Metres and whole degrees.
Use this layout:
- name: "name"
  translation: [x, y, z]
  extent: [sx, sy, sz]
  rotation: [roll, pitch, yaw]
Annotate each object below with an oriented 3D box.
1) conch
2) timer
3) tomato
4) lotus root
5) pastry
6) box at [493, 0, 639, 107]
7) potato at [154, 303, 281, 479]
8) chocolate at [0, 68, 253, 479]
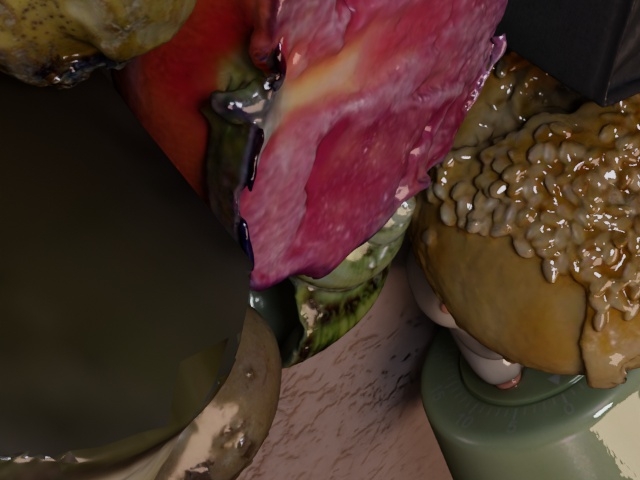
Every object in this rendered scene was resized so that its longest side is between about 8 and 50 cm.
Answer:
- name: "conch"
  translation: [0.003, 0.000, 1.108]
  extent: [0.124, 0.181, 0.187]
  rotation: [-7, 89, -11]
- name: "timer"
  translation: [0.193, 0.075, 1.378]
  extent: [0.291, 0.291, 0.315]
  rotation: [-44, 124, -13]
- name: "tomato"
  translation: [-0.011, -0.148, 0.923]
  extent: [0.289, 0.176, 0.335]
  rotation: [-27, 135, -46]
- name: "lotus root"
  translation: [-0.157, -0.198, 0.711]
  extent: [0.154, 0.154, 0.278]
  rotation: [-42, 127, -16]
- name: "pastry"
  translation: [0.200, -0.050, 1.158]
  extent: [0.284, 0.316, 0.184]
  rotation: [-24, 146, 7]
- name: "box"
  translation: [0.259, -0.289, 1.098]
  extent: [0.345, 0.204, 0.251]
  rotation: [-24, 139, -37]
- name: "potato"
  translation: [-0.133, 0.150, 1.092]
  extent: [0.262, 0.165, 0.165]
  rotation: [-55, 149, 15]
- name: "chocolate"
  translation: [-0.242, 0.071, 0.767]
  extent: [0.314, 0.326, 0.297]
  rotation: [-13, 148, -49]
